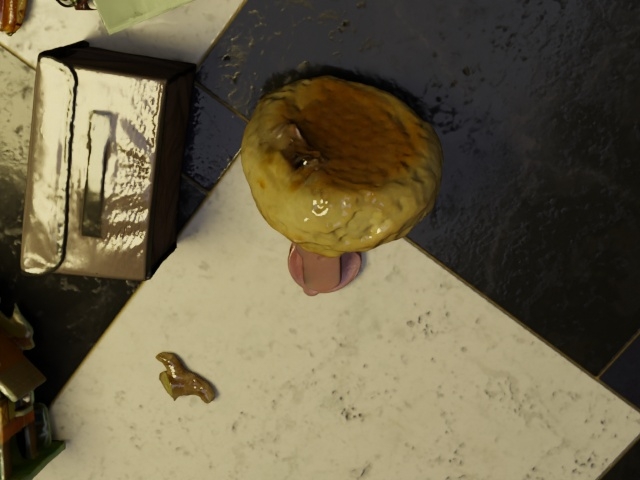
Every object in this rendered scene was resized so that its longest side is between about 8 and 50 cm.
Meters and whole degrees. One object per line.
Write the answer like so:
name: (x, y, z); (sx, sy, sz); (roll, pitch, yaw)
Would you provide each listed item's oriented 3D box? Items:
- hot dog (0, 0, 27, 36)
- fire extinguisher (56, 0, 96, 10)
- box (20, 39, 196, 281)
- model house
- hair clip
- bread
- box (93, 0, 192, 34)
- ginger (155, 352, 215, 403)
hot dog: (-0.363, -0.301, 1.247); (0.049, 0.037, 0.122); (15, 103, 8)
fire extinguisher: (-0.305, -0.323, 1.235); (0.056, 0.039, 0.132); (-12, 109, 28)
box: (-0.241, -0.091, 1.237); (0.153, 0.188, 0.252); (9, 105, 1)
model house: (-0.531, 0.162, 1.336); (0.357, 0.242, 0.313); (-6, 91, 4)
hair clip: (0.000, -0.008, 1.339); (0.123, 0.102, 0.138); (-4, 140, 4)
bread: (0.021, -0.076, 1.222); (0.244, 0.244, 0.134); (9, 138, -2)
box: (-0.129, -0.310, 1.152); (0.225, 0.129, 0.086); (-14, 108, 27)
ginger: (-0.185, 0.190, 1.404); (0.097, 0.030, 0.048); (42, 102, -10)
